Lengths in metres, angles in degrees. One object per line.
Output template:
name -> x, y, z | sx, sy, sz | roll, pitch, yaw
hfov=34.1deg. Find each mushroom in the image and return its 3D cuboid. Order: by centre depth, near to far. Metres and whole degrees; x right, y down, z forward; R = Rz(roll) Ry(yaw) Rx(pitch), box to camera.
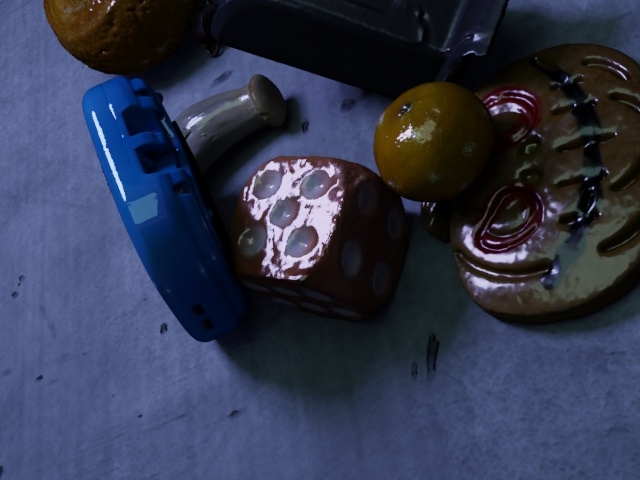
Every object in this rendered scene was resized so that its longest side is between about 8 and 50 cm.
mushroom -> -0.170, -0.167, 1.604 | 0.247, 0.096, 0.108 | -32, 42, 14

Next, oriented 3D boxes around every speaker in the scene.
speaker -> 0.052, -0.324, 1.404 | 0.388, 0.184, 0.180 | 18, 74, 7

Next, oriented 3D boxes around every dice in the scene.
dice -> 0.000, 0.000, 1.348 | 0.174, 0.174, 0.179 | 2, 71, 34

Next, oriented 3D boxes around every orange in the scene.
orange -> 0.135, -0.124, 1.279 | 0.156, 0.124, 0.156 | -21, 45, 23

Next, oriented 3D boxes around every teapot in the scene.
teapot -> -0.187, -0.356, 1.742 | 0.045, 0.067, 0.100 | -1, 99, 38

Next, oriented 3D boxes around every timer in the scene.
timer -> -0.203, -0.043, 1.411 | 0.115, 0.309, 0.340 | -25, 58, -1

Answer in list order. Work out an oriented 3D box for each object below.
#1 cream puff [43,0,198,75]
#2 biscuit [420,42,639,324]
cream puff -> -0.330, -0.424, 1.783 | 0.303, 0.212, 0.303 | -12, 69, 36
biscuit -> 0.263, -0.075, 1.279 | 0.314, 0.063, 0.368 | -12, 60, 28
